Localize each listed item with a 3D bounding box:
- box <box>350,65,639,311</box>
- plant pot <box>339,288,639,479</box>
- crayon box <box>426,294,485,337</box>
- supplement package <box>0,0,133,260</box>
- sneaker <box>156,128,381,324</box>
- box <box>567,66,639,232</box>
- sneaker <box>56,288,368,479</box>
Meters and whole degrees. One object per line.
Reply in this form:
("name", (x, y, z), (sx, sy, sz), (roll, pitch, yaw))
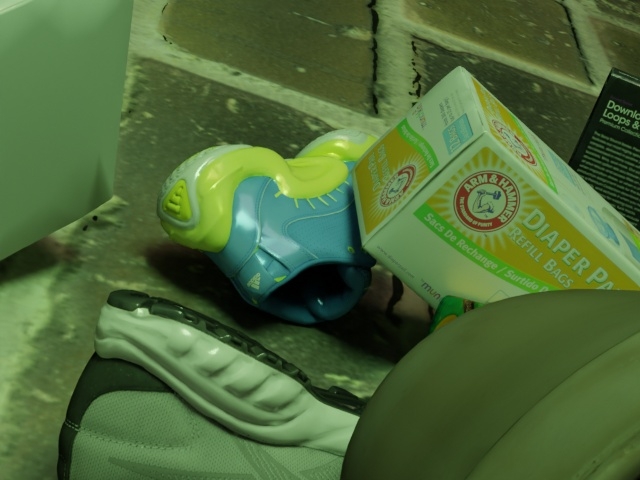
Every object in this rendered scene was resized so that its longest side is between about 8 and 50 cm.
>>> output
("box", (0.126, 0.006, 1.012), (0.203, 0.103, 0.114), (40, 18, -19))
("plant pot", (0.138, 0.143, 0.627), (0.323, 0.323, 0.280), (13, 10, -19))
("crayon box", (0.202, 0.111, 0.899), (0.278, 0.081, 0.165), (17, -1, -9))
("supplement package", (-0.270, -0.126, 0.911), (0.293, 0.177, 0.175), (34, 43, 24))
("sneaker", (0.000, 0.000, 1.059), (0.240, 0.091, 0.126), (-11, 58, -51))
("box", (0.238, -0.035, 1.205), (0.116, 0.162, 0.029), (22, 24, 1))
("sneaker", (-0.005, 0.121, 0.778), (0.271, 0.108, 0.100), (28, -4, -23))
